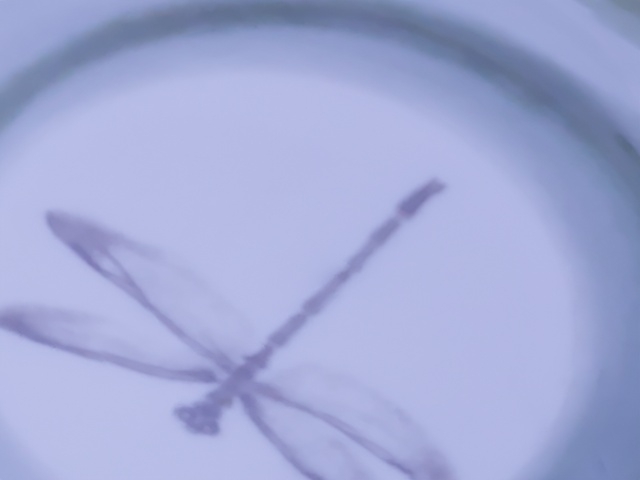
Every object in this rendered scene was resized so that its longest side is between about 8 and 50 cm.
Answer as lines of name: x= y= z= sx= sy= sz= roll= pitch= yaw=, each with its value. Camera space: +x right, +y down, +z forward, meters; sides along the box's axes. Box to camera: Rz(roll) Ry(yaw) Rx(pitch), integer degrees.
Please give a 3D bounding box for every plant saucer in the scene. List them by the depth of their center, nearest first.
plant saucer: x=-0.017 y=0.041 z=0.429 sx=0.400 sy=0.400 sz=0.100 roll=5 pitch=-144 yaw=2
